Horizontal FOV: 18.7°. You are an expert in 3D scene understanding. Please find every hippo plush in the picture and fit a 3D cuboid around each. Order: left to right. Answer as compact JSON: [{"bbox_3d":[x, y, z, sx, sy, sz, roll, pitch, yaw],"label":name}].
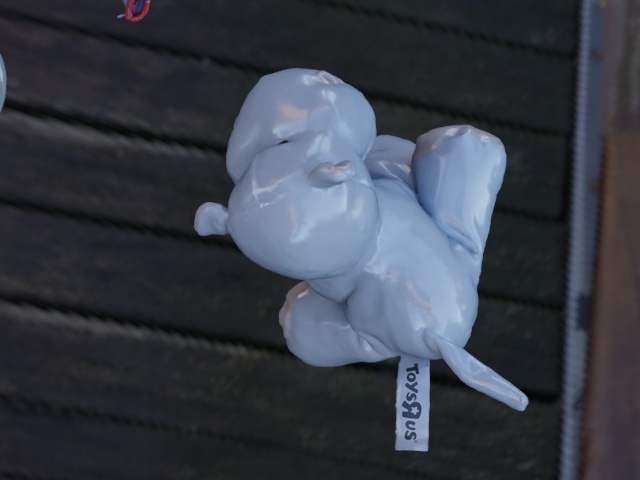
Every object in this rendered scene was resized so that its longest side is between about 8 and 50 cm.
[{"bbox_3d":[0.000,0.000,1.546,0.236,0.234,0.294,30,47,-36],"label":"hippo plush"}]

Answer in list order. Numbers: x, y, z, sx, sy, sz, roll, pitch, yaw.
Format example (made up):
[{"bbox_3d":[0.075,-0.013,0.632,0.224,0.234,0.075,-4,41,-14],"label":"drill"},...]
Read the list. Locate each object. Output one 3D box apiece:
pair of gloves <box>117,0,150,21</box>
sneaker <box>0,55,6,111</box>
[{"bbox_3d":[-0.093,-0.203,0.956,0.023,0.198,0.159,4,36,-37],"label":"pair of gloves"},{"bbox_3d":[-0.245,-0.033,0.808,0.226,0.163,0.086,-33,119,-8],"label":"sneaker"}]
